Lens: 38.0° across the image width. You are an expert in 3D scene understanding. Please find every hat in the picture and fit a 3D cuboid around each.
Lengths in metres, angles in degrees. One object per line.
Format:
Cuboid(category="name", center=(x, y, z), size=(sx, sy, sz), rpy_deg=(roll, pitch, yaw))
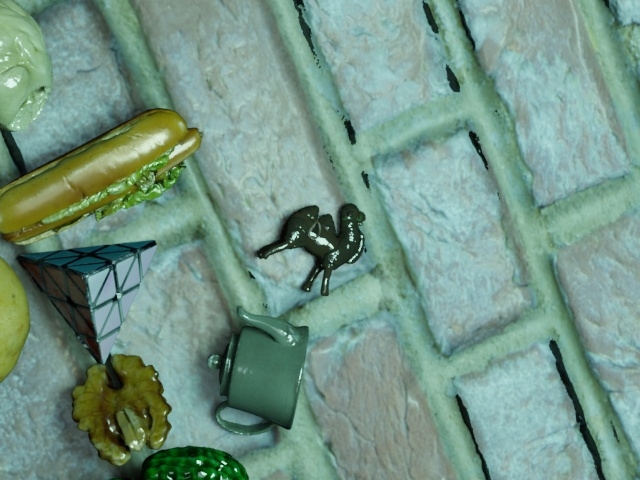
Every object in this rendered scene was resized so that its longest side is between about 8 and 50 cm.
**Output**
Cuboid(category="hat", center=(-0.275, 0.437, 1.376), size=(0.332, 0.242, 0.274), rpy_deg=(2, 110, 5))

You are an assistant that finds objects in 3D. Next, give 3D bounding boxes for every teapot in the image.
Cuboid(category="teapot", center=(-0.104, 0.209, 1.441), size=(0.149, 0.162, 0.239), rpy_deg=(11, 121, -3))

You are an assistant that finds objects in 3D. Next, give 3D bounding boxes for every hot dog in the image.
Cuboid(category="hot dog", center=(-0.324, -0.090, 1.376), size=(0.337, 0.135, 0.100), rpy_deg=(-29, 75, -9))

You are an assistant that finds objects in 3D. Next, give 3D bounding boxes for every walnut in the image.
Cuboid(category="walnut", center=(-0.302, 0.260, 1.416), size=(0.143, 0.069, 0.170), rpy_deg=(-22, 62, -9))

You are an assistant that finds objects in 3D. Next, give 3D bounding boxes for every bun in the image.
Cuboid(category="bun", center=(-0.445, -0.257, 1.320), size=(0.128, 0.178, 0.193), rpy_deg=(-28, 96, -10))

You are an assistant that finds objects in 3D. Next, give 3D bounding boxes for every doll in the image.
Cuboid(category="doll", center=(0.000, 0.000, 1.489), size=(0.139, 0.057, 0.165), rpy_deg=(38, 77, -9))

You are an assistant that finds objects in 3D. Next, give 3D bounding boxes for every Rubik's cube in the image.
Cuboid(category="Rubik's cube", center=(-0.314, 0.072, 1.426), size=(0.178, 0.211, 0.190), rpy_deg=(-34, 122, -33))

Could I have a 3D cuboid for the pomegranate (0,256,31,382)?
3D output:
Cuboid(category="pomegranate", center=(-0.541, 0.117, 1.298), size=(0.260, 0.260, 0.260), rpy_deg=(-1, 94, -11))
